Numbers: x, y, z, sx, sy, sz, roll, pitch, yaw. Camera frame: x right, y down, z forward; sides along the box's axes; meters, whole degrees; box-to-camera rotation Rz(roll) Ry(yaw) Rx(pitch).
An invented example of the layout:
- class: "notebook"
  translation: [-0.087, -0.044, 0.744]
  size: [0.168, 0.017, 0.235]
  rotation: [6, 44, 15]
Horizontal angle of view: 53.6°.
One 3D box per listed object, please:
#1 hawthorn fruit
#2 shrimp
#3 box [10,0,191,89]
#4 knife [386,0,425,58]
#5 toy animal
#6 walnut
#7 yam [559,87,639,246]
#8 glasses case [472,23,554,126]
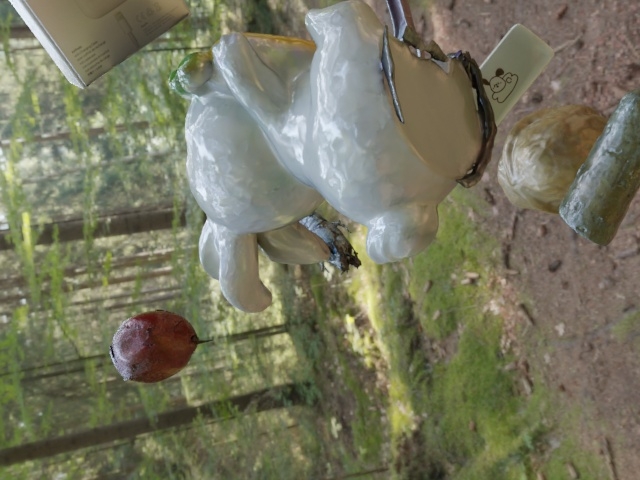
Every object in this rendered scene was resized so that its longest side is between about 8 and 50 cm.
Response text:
- class: "hawthorn fruit"
  translation: [-0.367, 0.240, 1.484]
  size: [0.181, 0.235, 0.181]
  rotation: [-13, -90, -87]
- class: "shrimp"
  translation: [-0.001, -0.004, 1.057]
  size: [0.174, 0.082, 0.076]
  rotation: [41, 146, 38]
- class: "box"
  translation: [-0.207, -0.230, 0.574]
  size: [0.051, 0.130, 0.129]
  rotation: [28, 154, 49]
- class: "knife"
  translation: [0.125, -0.437, 1.154]
  size: [0.123, 0.053, 0.278]
  rotation: [9, 121, 63]
- class: "toy animal"
  translation: [-0.012, -0.074, 0.584]
  size: [0.310, 0.183, 0.247]
  rotation: [-18, 104, 38]
- class: "walnut"
  translation: [0.758, -0.254, 2.023]
  size: [0.381, 0.381, 0.381]
  rotation: [171, 90, -72]
- class: "yam"
  translation: [0.617, -0.160, 1.331]
  size: [0.330, 0.133, 0.133]
  rotation: [-69, 26, 12]
- class: "glasses case"
  translation: [0.446, -0.389, 1.612]
  size: [0.131, 0.313, 0.070]
  rotation: [39, -177, 0]
